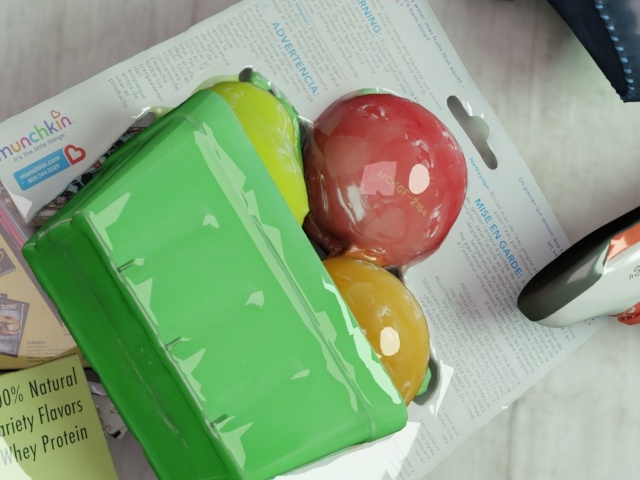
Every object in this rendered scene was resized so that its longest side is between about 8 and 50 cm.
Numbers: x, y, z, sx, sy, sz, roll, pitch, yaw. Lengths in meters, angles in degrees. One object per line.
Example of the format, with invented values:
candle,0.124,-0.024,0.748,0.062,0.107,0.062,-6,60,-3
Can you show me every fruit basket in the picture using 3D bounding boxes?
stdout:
fruit basket,0.000,0.000,0.973,0.353,0.165,0.327,-35,96,-39

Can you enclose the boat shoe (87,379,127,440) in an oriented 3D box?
boat shoe,-0.136,0.117,1.004,0.100,0.035,0.035,16,79,-12

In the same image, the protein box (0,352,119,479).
protein box,-0.227,0.198,0.890,0.200,0.136,0.201,-15,85,-43

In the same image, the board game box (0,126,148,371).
board game box,-0.210,0.007,1.002,0.243,0.042,0.165,0,84,-7

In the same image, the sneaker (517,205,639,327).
sneaker,0.265,0.032,1.010,0.270,0.090,0.145,-29,90,-31

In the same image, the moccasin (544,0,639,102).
moccasin,0.134,-0.235,1.045,0.117,0.138,0.342,-25,73,-5
